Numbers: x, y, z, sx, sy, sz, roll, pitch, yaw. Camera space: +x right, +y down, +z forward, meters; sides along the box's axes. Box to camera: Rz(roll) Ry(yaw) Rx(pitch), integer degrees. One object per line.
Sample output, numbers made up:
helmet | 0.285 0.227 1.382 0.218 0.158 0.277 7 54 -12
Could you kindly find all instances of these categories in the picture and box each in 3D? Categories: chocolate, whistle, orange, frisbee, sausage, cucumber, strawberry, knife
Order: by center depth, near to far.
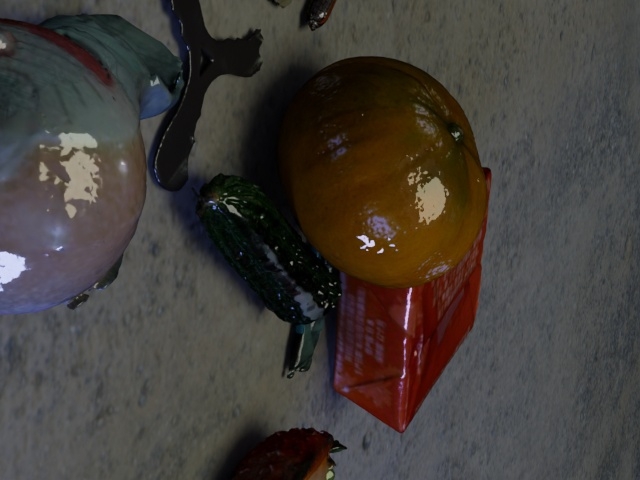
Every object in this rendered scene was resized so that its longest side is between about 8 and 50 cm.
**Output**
whistle | -0.174 -0.083 0.813 0.348 0.189 0.189 -62 150 -55
frisbee | -0.097 -0.152 1.120 0.187 0.012 0.211 -19 115 -63
cucumber | -0.051 0.005 1.196 0.265 0.077 0.077 54 51 -54
orange | 0.064 -0.071 1.242 0.240 0.171 0.240 40 32 -31
strawberry | -0.046 0.255 1.274 0.192 0.085 0.140 -57 153 -31
sausage | 0.022 -0.292 1.303 0.028 0.025 0.198 32 64 -28
knife | 0.002 0.000 1.356 0.044 0.026 0.296 9 91 -53
chocolate | 0.105 0.055 1.468 0.237 0.108 0.235 -50 148 -49

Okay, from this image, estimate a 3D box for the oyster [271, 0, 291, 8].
oyster | -0.013 -0.283 1.183 0.209 0.072 0.133 14 88 -66
